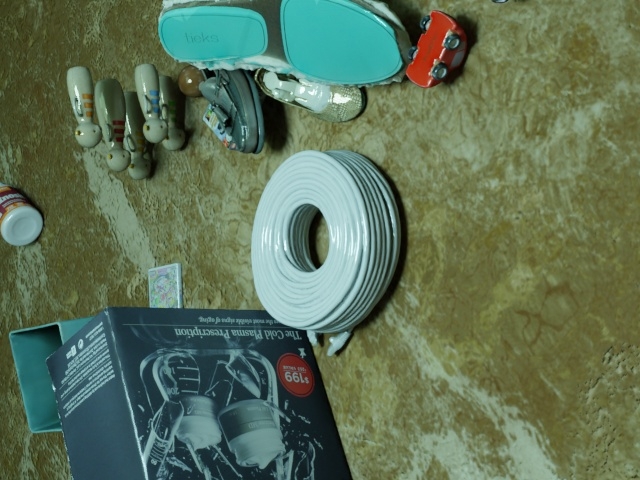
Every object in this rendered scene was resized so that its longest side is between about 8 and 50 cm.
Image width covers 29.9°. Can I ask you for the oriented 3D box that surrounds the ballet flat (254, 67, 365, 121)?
[{"bbox_3d":[-0.024,-0.215,1.728,0.206,0.067,0.073,20,105,47],"label":"ballet flat"}]

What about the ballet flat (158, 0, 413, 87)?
[{"bbox_3d":[-0.040,-0.306,1.683,0.408,0.147,0.147,11,96,27],"label":"ballet flat"}]

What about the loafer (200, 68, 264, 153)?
[{"bbox_3d":[-0.155,-0.240,1.809,0.096,0.084,0.268,117,141,-54],"label":"loafer"}]

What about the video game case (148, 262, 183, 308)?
[{"bbox_3d":[-0.260,0.104,2.016,0.087,0.011,0.122,-12,79,47],"label":"video game case"}]

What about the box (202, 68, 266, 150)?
[{"bbox_3d":[-0.130,-0.222,1.878,0.094,0.027,0.137,50,123,40],"label":"box"}]

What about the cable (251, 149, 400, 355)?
[{"bbox_3d":[0.000,0.000,1.670,0.257,0.089,0.257,-50,53,34],"label":"cable"}]

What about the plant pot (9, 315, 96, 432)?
[{"bbox_3d":[-0.342,0.195,1.924,0.165,0.234,0.166,-13,90,48],"label":"plant pot"}]

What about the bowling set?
[{"bbox_3d":[-0.272,-0.198,1.935,0.199,0.287,0.154,-11,85,14],"label":"bowling set"}]

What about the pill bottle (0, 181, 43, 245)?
[{"bbox_3d":[-0.619,-0.058,2.376,0.152,0.086,0.086,38,115,43],"label":"pill bottle"}]

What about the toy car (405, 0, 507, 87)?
[{"bbox_3d":[0.202,-0.316,1.491,0.225,0.053,0.239,-2,86,48],"label":"toy car"}]

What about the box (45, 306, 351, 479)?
[{"bbox_3d":[-0.160,0.268,1.643,0.179,0.343,0.313,-37,61,40],"label":"box"}]
